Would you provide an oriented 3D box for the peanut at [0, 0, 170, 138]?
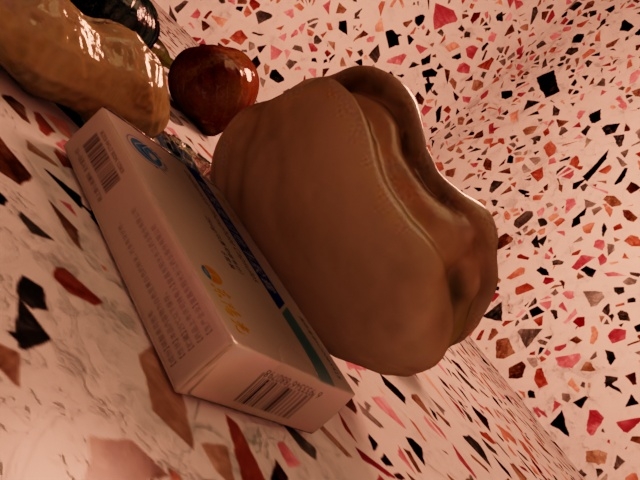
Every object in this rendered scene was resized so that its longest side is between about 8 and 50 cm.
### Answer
[{"bbox_3d":[-0.274,-0.204,0.802,0.130,0.130,0.290,51,11,29],"label":"peanut"}]

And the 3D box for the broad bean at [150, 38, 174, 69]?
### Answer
[{"bbox_3d":[-0.408,-0.450,1.546,0.077,0.061,0.339,38,1,38],"label":"broad bean"}]

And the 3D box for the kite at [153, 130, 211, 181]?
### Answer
[{"bbox_3d":[-0.256,-0.171,1.137,0.406,0.014,0.368,39,10,-41],"label":"kite"}]

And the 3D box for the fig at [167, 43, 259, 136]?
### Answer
[{"bbox_3d":[-0.225,-0.317,1.488,0.205,0.205,0.205,46,8,-8],"label":"fig"}]

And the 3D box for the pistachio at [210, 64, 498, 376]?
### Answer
[{"bbox_3d":[0.031,-0.034,0.899,0.281,0.365,0.445,-20,49,-33],"label":"pistachio"}]

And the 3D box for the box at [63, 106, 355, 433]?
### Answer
[{"bbox_3d":[-0.117,0.024,0.698,0.200,0.065,0.343,36,13,-51],"label":"box"}]

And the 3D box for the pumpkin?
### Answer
[{"bbox_3d":[-0.380,-0.425,1.285,0.202,0.140,0.202,44,11,-11],"label":"pumpkin"}]
